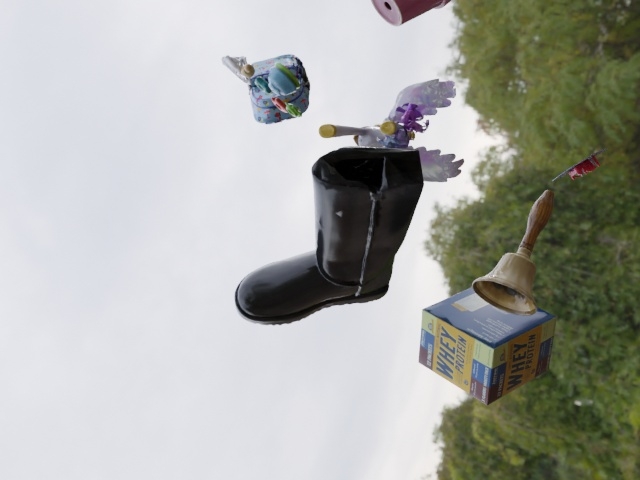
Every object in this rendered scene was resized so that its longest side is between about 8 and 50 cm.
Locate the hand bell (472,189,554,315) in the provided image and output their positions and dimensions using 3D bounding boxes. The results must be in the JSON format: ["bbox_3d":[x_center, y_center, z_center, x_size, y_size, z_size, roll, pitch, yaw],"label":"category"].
[{"bbox_3d":[0.394,0.009,1.485,0.242,0.126,0.126,-61,-25,-20],"label":"hand bell"}]

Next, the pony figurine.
[{"bbox_3d":[0.212,-0.303,2.251,0.363,0.351,0.303,-25,-67,-62],"label":"pony figurine"}]

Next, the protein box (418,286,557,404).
[{"bbox_3d":[0.347,0.209,1.641,0.201,0.200,0.136,-19,-59,-34],"label":"protein box"}]

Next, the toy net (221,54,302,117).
[{"bbox_3d":[-0.118,-0.335,1.614,0.045,0.232,0.122,-48,-41,-7],"label":"toy net"}]

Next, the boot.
[{"bbox_3d":[0.002,-0.001,1.572,0.445,0.367,0.146,100,154,-61],"label":"boot"}]

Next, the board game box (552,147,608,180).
[{"bbox_3d":[0.672,-0.181,1.993,0.133,0.033,0.168,-37,-11,35],"label":"board game box"}]

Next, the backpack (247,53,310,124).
[{"bbox_3d":[-0.105,-0.365,1.920,0.173,0.158,0.117,-91,-12,-52],"label":"backpack"}]

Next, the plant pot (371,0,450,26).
[{"bbox_3d":[0.236,-0.675,2.072,0.180,0.201,0.201,-41,-30,-10],"label":"plant pot"}]
